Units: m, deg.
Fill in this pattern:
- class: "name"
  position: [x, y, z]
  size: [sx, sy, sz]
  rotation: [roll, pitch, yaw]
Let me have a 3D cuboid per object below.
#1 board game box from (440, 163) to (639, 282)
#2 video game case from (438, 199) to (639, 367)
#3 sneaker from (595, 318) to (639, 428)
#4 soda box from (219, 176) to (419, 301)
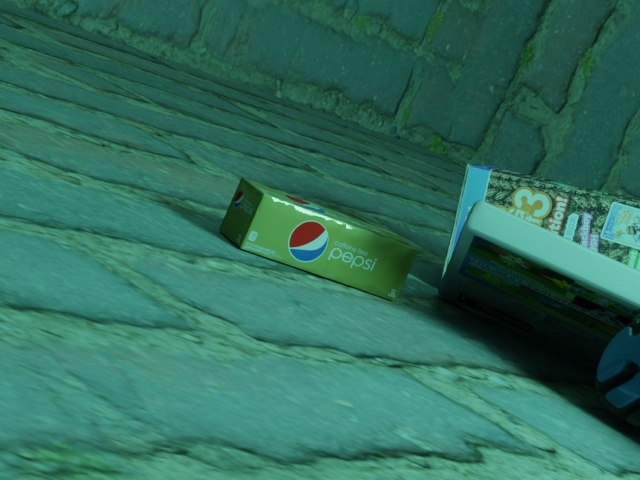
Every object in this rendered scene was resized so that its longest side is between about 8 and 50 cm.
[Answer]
- class: "board game box"
  position: [0.304, 0.010, 1.789]
  size: [0.291, 0.141, 0.232]
  rotation: [13, 5, 11]
- class: "video game case"
  position: [0.282, 0.076, 1.522]
  size: [0.329, 0.036, 0.300]
  rotation: [25, -13, 5]
- class: "sneaker"
  position: [0.395, 0.166, 1.303]
  size: [0.140, 0.125, 0.341]
  rotation: [24, 8, -42]
- class: "soda box"
  position: [0.000, 0.000, 1.476]
  size: [0.181, 0.058, 0.061]
  rotation: [19, 9, -29]
